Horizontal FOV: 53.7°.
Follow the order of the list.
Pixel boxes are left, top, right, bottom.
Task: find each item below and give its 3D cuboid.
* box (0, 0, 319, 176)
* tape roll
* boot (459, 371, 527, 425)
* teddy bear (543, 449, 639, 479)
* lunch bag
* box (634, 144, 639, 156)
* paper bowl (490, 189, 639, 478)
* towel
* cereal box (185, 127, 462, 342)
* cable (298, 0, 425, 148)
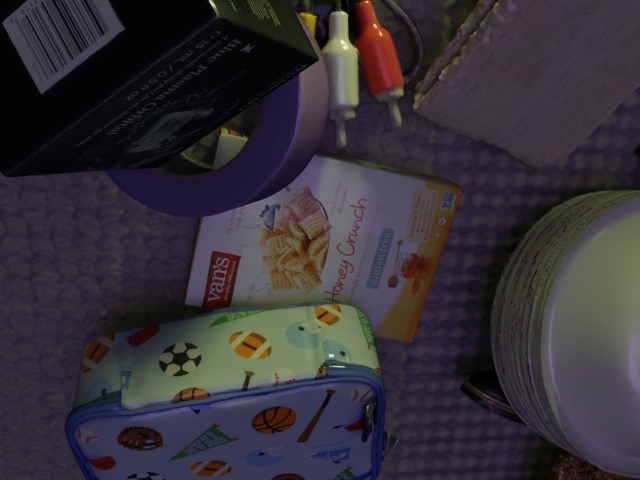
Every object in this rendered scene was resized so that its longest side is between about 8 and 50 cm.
[{"bbox_3d":[-0.105,-0.117,0.387,0.156,0.158,0.093,-29,89,20],"label":"box"},{"bbox_3d":[-0.093,-0.117,0.510,0.189,0.080,0.189,3,100,16],"label":"tape roll"},{"bbox_3d":[0.261,0.134,0.714,0.198,0.077,0.137,12,103,-27],"label":"boot"},{"bbox_3d":[0.411,0.311,0.792,0.338,0.113,0.245,-17,119,-11],"label":"teddy bear"},{"bbox_3d":[-0.076,0.183,0.627,0.303,0.115,0.243,-4,130,-6],"label":"lunch bag"},{"bbox_3d":[0.382,-0.080,0.652,0.083,0.062,0.052,37,102,-20],"label":"box"},{"bbox_3d":[0.326,0.091,0.623,0.284,0.148,0.284,-1,93,-17],"label":"paper bowl"},{"bbox_3d":[0.221,-0.188,0.530,0.187,0.049,0.282,16,129,-31],"label":"towel"},{"bbox_3d":[0.000,0.000,0.625,0.240,0.047,0.173,10,107,-13],"label":"cereal box"},{"bbox_3d":[0.016,-0.225,0.530,0.139,0.072,0.287,-11,112,-1],"label":"cable"}]
